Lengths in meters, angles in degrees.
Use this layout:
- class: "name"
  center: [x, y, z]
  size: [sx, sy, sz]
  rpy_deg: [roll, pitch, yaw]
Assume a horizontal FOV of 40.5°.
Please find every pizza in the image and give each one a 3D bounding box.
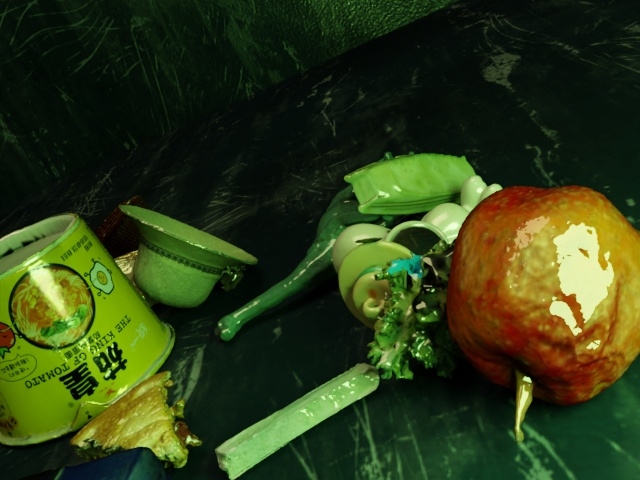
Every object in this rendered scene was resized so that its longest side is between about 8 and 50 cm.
- class: "pizza"
  center: [-0.211, 0.244, 1.076]
  size: [0.154, 0.069, 0.194]
  rpy_deg: [-35, 28, -25]

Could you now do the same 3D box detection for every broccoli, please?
- class: "broccoli"
  center: [0.122, 0.074, 0.952]
  size: [0.167, 0.154, 0.160]
  rpy_deg: [-17, -16, 4]

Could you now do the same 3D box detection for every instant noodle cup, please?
- class: "instant noodle cup"
  center: [-0.426, 0.123, 1.364]
  size: [0.325, 0.254, 0.325]
  rpy_deg: [-22, 20, 8]

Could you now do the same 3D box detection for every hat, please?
- class: "hat"
  center: [-0.247, 0.043, 1.482]
  size: [0.130, 0.257, 0.257]
  rpy_deg: [-67, 23, 3]

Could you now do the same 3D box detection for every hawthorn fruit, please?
- class: "hawthorn fruit"
  center: [0.210, 0.078, 0.830]
  size: [0.207, 0.207, 0.243]
  rpy_deg: [-4, 54, 46]

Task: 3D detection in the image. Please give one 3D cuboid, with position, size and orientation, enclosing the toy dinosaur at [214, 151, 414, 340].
- class: "toy dinosaur"
  center: [0.000, 0.000, 1.412]
  size: [0.331, 0.129, 0.383]
  rpy_deg: [-28, 17, 21]

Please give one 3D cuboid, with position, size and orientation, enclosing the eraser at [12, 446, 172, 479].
- class: "eraser"
  center: [-0.325, 0.333, 0.933]
  size: [0.332, 0.102, 0.155]
  rpy_deg: [-20, 21, 17]

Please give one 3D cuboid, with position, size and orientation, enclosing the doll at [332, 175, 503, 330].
- class: "doll"
  center: [0.144, 0.008, 1.135]
  size: [0.271, 0.144, 0.208]
  rpy_deg: [-18, 31, -13]

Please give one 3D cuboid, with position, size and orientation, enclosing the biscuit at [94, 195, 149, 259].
- class: "biscuit"
  center: [-0.438, 0.026, 1.834]
  size: [0.073, 0.107, 0.388]
  rpy_deg: [-21, 21, 15]

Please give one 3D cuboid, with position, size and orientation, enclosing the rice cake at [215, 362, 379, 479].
- class: "rice cake"
  center: [-0.024, 0.204, 0.994]
  size: [0.211, 0.034, 0.043]
  rpy_deg: [-29, 11, -8]

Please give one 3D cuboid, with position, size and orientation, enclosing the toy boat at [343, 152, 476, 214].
- class: "toy boat"
  center: [0.157, -0.088, 1.285]
  size: [0.293, 0.093, 0.055]
  rpy_deg: [-8, -20, -46]

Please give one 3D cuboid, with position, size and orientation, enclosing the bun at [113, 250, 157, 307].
- class: "bun"
  center: [-0.349, 0.070, 1.612]
  size: [0.188, 0.111, 0.164]
  rpy_deg: [-17, 18, 33]
